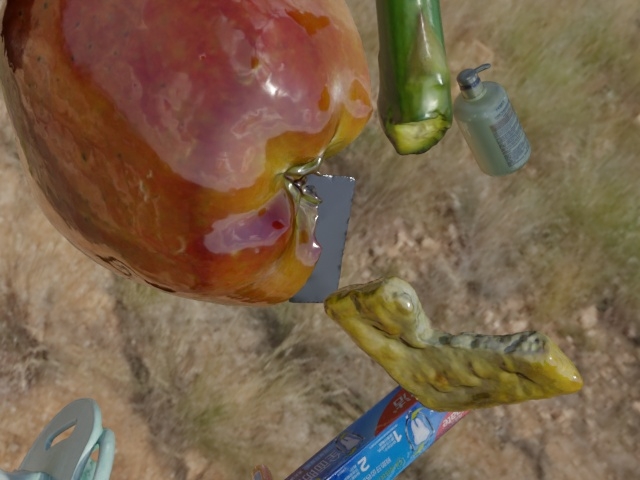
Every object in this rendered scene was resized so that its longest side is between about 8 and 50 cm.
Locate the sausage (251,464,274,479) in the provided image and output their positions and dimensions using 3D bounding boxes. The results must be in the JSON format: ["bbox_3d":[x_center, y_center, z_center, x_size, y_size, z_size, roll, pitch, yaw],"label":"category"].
[{"bbox_3d":[-0.079,0.341,1.384,0.031,0.031,0.107,23,7,-14],"label":"sausage"}]

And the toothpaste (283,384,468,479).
[{"bbox_3d":[0.082,0.283,1.365,0.320,0.066,0.076,-35,116,-24],"label":"toothpaste"}]

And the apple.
[{"bbox_3d":[-0.115,-0.119,0.824,0.295,0.328,0.365,-37,46,-12],"label":"apple"}]

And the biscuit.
[{"bbox_3d":[0.111,0.089,0.866,0.183,0.174,0.039,42,53,-23],"label":"biscuit"}]

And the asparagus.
[{"bbox_3d":[0.091,-0.257,1.034,0.082,0.343,0.085,-2,11,12],"label":"asparagus"}]

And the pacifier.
[{"bbox_3d":[-0.443,0.356,1.434,0.269,0.288,0.343,34,41,-29],"label":"pacifier"}]

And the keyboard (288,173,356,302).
[{"bbox_3d":[-0.001,-0.001,1.382,0.074,0.196,0.015,1,24,-16],"label":"keyboard"}]

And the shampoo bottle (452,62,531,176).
[{"bbox_3d":[0.227,-0.167,1.351,0.162,0.079,0.079,55,32,-35],"label":"shampoo bottle"}]
